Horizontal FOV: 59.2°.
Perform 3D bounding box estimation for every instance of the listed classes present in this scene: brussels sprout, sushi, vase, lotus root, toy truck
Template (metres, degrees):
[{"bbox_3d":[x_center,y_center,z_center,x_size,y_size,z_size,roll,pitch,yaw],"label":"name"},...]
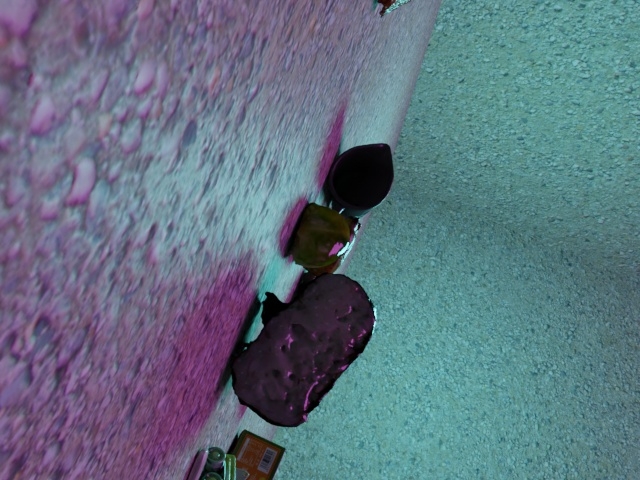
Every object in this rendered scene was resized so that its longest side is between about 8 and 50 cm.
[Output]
[{"bbox_3d":[0.005,-0.001,1.287,0.149,0.122,0.151,66,45,-77],"label":"brussels sprout"},{"bbox_3d":[-0.042,0.211,1.178,0.348,0.234,0.207,-44,173,-7],"label":"sushi"},{"bbox_3d":[0.084,-0.119,1.516,0.251,0.156,0.301,-51,176,-10],"label":"vase"},{"bbox_3d":[0.025,0.012,1.399,0.190,0.108,0.094,-46,179,26],"label":"lotus root"},{"bbox_3d":[-0.203,0.582,1.202,0.259,0.135,0.128,-97,-155,-63],"label":"toy truck"}]

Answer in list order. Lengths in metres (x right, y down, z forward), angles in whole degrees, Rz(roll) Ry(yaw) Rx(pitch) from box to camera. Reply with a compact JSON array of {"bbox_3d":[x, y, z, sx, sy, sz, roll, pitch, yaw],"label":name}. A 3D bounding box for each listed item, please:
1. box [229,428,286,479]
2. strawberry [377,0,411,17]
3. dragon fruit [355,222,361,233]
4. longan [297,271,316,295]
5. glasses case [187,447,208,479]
[{"bbox_3d":[-0.213,0.686,1.625,0.177,0.148,0.195,108,7,-49],"label":"box"},{"bbox_3d":[0.211,-0.575,1.071,0.306,0.138,0.233,102,10,-47],"label":"strawberry"},{"bbox_3d":[0.047,0.016,1.710,0.192,0.092,0.122,-63,-172,13],"label":"dragon fruit"},{"bbox_3d":[0.002,0.177,1.694,0.204,0.159,0.185,65,25,-26],"label":"longan"},{"bbox_3d":[-0.254,0.470,1.164,0.032,0.021,0.083,29,83,-81],"label":"glasses case"}]
